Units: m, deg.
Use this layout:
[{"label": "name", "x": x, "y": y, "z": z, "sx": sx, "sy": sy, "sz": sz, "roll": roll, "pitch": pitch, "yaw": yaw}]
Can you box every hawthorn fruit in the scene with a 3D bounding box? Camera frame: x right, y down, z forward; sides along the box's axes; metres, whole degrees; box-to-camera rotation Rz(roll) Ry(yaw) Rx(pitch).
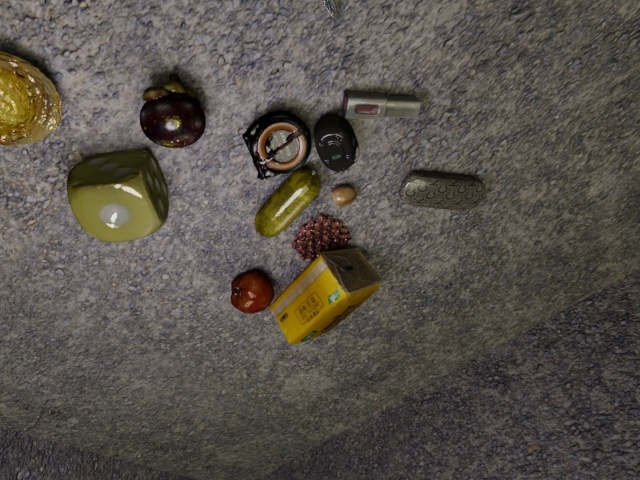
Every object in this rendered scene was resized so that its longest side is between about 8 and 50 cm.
[{"label": "hawthorn fruit", "x": -0.278, "y": 0.224, "z": 1.747, "sx": 0.202, "sy": 0.185, "sz": 0.185, "roll": 21, "pitch": 122, "yaw": -43}]

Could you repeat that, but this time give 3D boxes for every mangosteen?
[{"label": "mangosteen", "x": -0.444, "y": -0.388, "z": 1.232, "sx": 0.192, "sy": 0.192, "sz": 0.217, "roll": -8, "pitch": 91, "yaw": -6}]

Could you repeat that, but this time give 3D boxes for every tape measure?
[{"label": "tape measure", "x": -0.138, "y": -0.322, "z": 1.366, "sx": 0.223, "sy": 0.135, "sz": 0.202, "roll": -20, "pitch": 119, "yaw": 1}]

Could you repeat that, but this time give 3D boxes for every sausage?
[{"label": "sausage", "x": -0.126, "y": -0.135, "z": 1.520, "sx": 0.123, "sy": 0.123, "sz": 0.347, "roll": 32, "pitch": 116, "yaw": -31}]

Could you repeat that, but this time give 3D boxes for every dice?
[{"label": "dice", "x": -0.642, "y": -0.148, "z": 1.330, "sx": 0.239, "sy": 0.233, "sz": 0.226, "roll": -9, "pitch": 131, "yaw": -4}]

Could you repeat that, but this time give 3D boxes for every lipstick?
[{"label": "lipstick", "x": 0.201, "y": -0.448, "z": 1.369, "sx": 0.253, "sy": 0.077, "sz": 0.078, "roll": -1, "pitch": 129, "yaw": -12}]

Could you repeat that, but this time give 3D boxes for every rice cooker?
[{"label": "rice cooker", "x": 0.054, "y": -0.326, "z": 1.401, "sx": 0.142, "sy": 0.118, "sz": 0.203, "roll": -13, "pitch": 133, "yaw": 19}]

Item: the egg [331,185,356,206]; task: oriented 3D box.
[{"label": "egg", "x": 0.090, "y": -0.170, "z": 1.565, "sx": 0.097, "sy": 0.080, "sz": 0.080, "roll": -14, "pitch": 130, "yaw": 3}]

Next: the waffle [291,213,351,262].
[{"label": "waffle", "x": 0.000, "y": 0.000, "z": 1.701, "sx": 0.221, "sy": 0.055, "sz": 0.234, "roll": 31, "pitch": 113, "yaw": -32}]

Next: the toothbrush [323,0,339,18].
[{"label": "toothbrush", "x": -0.052, "y": -0.782, "z": 1.074, "sx": 0.035, "sy": 0.042, "sz": 0.413, "roll": -29, "pitch": 126, "yaw": 12}]

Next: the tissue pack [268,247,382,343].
[{"label": "tissue pack", "x": 0.019, "y": 0.230, "z": 1.708, "sx": 0.382, "sy": 0.228, "sz": 0.293, "roll": -46, "pitch": 157, "yaw": 30}]

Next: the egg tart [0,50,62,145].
[{"label": "egg tart", "x": -0.886, "y": -0.400, "z": 1.163, "sx": 0.291, "sy": 0.107, "sz": 0.290, "roll": -6, "pitch": 124, "yaw": -9}]

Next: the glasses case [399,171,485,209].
[{"label": "glasses case", "x": 0.483, "y": -0.195, "z": 1.625, "sx": 0.355, "sy": 0.085, "sz": 0.137, "roll": 3, "pitch": 126, "yaw": -15}]
